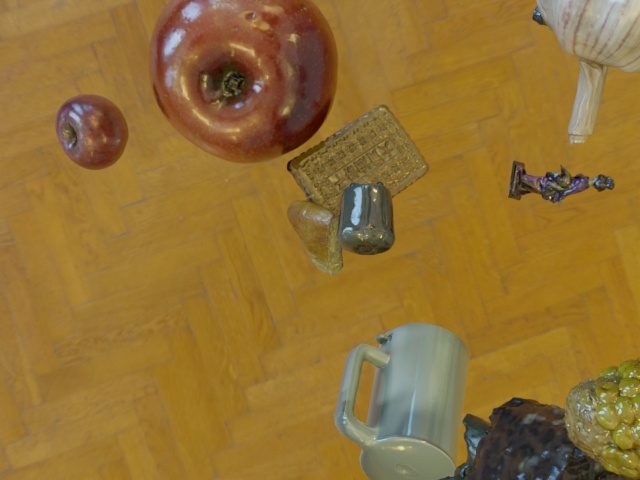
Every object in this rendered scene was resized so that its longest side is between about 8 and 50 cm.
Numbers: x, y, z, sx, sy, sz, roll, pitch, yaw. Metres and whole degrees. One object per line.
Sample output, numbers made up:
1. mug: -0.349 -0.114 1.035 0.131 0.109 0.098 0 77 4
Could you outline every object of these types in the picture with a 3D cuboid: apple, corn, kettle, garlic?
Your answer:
1. apple: -0.137 -0.308 1.455 0.348 0.277 0.348 1 111 3
2. corn: 0.349 0.134 0.601 0.322 0.119 0.119 -4 95 7
3. apple: -0.457 -0.219 1.624 0.120 0.153 0.153 -27 99 -44
4. kettle: 0.187 0.332 1.686 0.205 0.318 0.265 -13 125 26
5. garlic: 0.312 -0.213 0.875 0.199 0.199 0.226 9 121 -7

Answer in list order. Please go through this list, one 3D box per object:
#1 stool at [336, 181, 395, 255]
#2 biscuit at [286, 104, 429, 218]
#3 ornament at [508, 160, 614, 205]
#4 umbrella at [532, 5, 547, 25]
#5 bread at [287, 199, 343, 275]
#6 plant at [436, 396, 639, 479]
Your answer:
1. stool: 0.075 -0.035 1.309 0.096 0.096 0.110 5 70 -7
2. biscuit: 0.077 -0.142 1.563 0.254 0.029 0.172 -35 89 -20
3. ornament: 0.494 -0.114 1.649 0.203 0.081 0.088 5 94 21
4. umbrella: 0.539 -0.461 1.738 0.188 0.050 0.046 39 111 33
5. bread: -0.001 -0.017 1.421 0.054 0.136 0.154 -34 86 -24
6. plant: 0.256 0.311 0.945 0.213 0.312 0.215 33 69 -10
